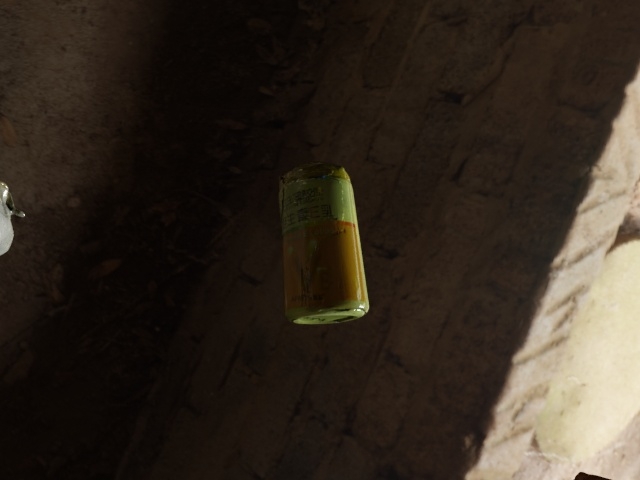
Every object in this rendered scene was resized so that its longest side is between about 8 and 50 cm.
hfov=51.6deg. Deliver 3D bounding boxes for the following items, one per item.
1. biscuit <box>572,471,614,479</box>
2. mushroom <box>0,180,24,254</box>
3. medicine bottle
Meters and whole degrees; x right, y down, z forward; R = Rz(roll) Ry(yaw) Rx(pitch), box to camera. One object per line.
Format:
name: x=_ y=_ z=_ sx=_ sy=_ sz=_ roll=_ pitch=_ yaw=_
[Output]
biscuit: x=0.570 y=0.504 z=1.212 sx=0.186 sy=0.192 sz=0.036 roll=40 pitch=77 yaw=3
mushroom: x=-0.411 y=0.021 z=0.651 sx=0.278 sy=0.096 sz=0.099 roll=-46 pitch=151 yaw=-48
medicine bottle: x=0.000 y=0.000 z=0.979 sx=0.124 sy=0.124 sz=0.239 roll=7 pitch=70 yaw=-41
